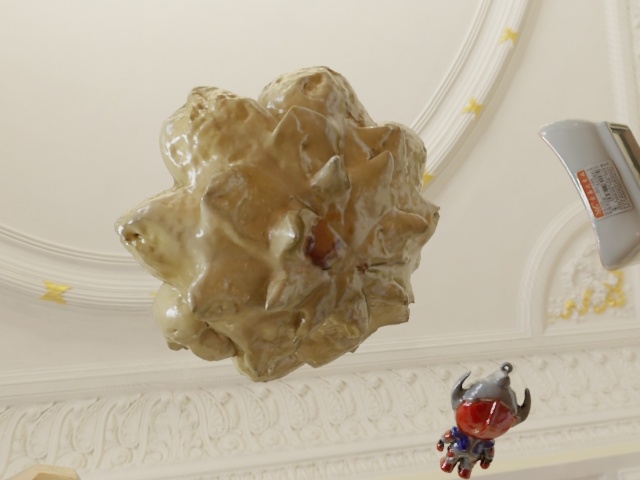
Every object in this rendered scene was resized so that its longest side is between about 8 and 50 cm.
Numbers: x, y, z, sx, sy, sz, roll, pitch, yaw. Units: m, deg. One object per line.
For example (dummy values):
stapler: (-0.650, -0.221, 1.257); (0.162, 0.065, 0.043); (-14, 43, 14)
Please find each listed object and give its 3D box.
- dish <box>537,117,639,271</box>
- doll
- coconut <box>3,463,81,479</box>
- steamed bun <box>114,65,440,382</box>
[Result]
dish: (0.389, -0.074, 0.810); (0.151, 0.077, 0.212); (-5, -111, -46)
doll: (0.223, 0.248, 0.853); (0.104, 0.062, 0.194); (26, -66, 18)
coconut: (-0.339, 0.358, 0.667); (0.197, 0.237, 0.236); (22, -100, -23)
steamed bun: (0.000, 0.000, 0.521); (0.292, 0.137, 0.295); (-34, -59, -24)
